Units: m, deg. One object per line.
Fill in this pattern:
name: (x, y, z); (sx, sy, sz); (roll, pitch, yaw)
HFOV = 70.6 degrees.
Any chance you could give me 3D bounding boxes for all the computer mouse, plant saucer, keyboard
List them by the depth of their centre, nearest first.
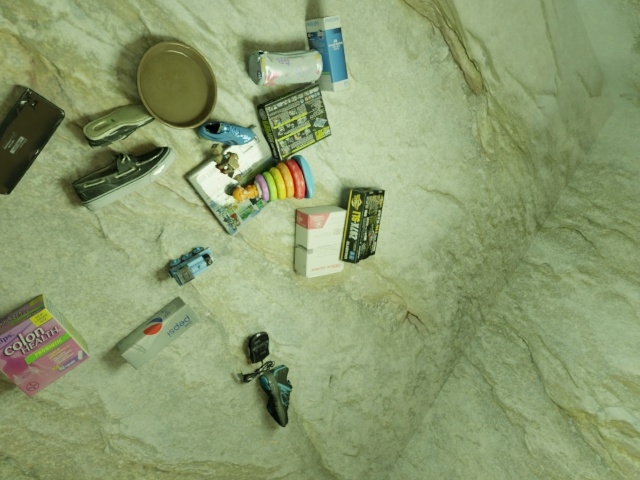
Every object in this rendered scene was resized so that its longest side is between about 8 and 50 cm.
keyboard: (-0.913, -0.300, 1.298); (0.201, 0.033, 0.317); (38, 84, -44)
plant saucer: (-0.471, -0.506, 1.488); (0.278, 0.041, 0.277); (-9, 104, -41)
computer mouse: (-0.307, 0.515, 2.015); (0.184, 0.060, 0.261); (-29, 134, -28)

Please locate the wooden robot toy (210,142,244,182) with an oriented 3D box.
wooden robot toy: (-0.334, -0.294, 1.649); (0.173, 0.076, 0.079); (48, 42, -37)

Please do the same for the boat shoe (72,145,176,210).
boat shoe: (-0.632, -0.225, 1.462); (0.335, 0.121, 0.119); (-37, 129, -15)

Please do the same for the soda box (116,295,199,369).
soda box: (-0.614, 0.347, 1.714); (0.286, 0.091, 0.098); (-39, 125, -17)

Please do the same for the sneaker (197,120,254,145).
sneaker: (-0.329, -0.385, 1.615); (0.210, 0.082, 0.069); (1, 85, -27)

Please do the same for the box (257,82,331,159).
box: (-0.095, -0.465, 1.762); (0.270, 0.060, 0.216); (-33, 123, -28)

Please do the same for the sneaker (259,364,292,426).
sneaker: (-0.182, 0.744, 2.147); (0.140, 0.125, 0.340); (-28, 126, -34)

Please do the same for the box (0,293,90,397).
box: (-0.928, 0.343, 1.479); (0.214, 0.117, 0.242); (-35, 123, -19)

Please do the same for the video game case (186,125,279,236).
video game case: (-0.299, -0.226, 1.748); (0.329, 0.036, 0.299); (-42, 126, -16)

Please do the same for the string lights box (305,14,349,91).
string lights box: (0.026, -0.709, 1.725); (0.077, 0.133, 0.259); (-24, 120, -25)

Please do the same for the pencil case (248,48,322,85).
pencil case: (-0.128, -0.639, 1.657); (0.273, 0.113, 0.124); (-15, 138, -31)

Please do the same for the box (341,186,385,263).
box: (0.195, -0.072, 2.044); (0.257, 0.080, 0.321); (-20, 120, -63)

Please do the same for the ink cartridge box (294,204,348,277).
ink cartridge box: (0.000, 0.000, 1.989); (0.207, 0.117, 0.282); (-9, 112, -33)

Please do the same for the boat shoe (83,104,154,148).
boat shoe: (-0.636, -0.366, 1.449); (0.233, 0.084, 0.079); (-35, 162, -27)

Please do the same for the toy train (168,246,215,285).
toy train: (-0.480, 0.093, 1.700); (0.184, 0.105, 0.080); (-31, 123, -22)

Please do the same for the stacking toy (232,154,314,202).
stacking toy: (-0.190, -0.208, 1.729); (0.302, 0.166, 0.175); (-19, 102, -16)
